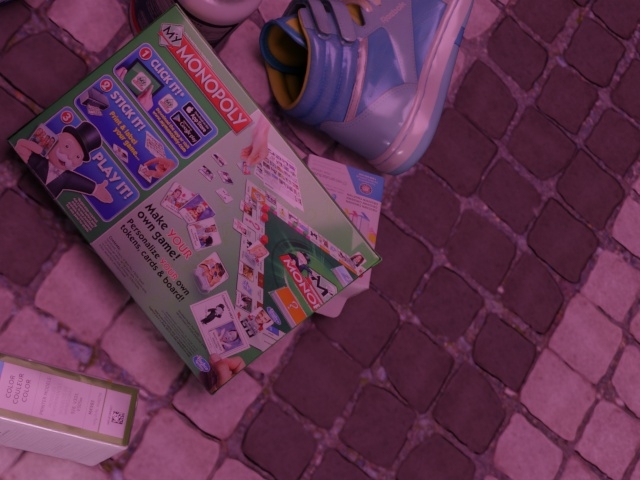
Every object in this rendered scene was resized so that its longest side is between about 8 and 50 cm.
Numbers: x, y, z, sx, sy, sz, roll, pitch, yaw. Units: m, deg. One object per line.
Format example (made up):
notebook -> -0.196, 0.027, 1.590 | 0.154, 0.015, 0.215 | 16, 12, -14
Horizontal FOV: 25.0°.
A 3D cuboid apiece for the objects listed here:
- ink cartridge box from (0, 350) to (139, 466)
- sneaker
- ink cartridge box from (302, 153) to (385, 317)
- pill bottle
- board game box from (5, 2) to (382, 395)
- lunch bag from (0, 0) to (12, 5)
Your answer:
ink cartridge box -> -0.280, 0.145, 1.294 | 0.209, 0.109, 0.062 | 17, 67, -21
sneaker -> 0.047, -0.250, 1.579 | 0.208, 0.127, 0.319 | 23, 64, -21
ink cartridge box -> 0.000, 0.000, 1.494 | 0.092, 0.090, 0.143 | 17, 67, -21
pill bottle -> -0.116, -0.258, 1.464 | 0.108, 0.180, 0.108 | 9, 70, -25
board game box -> -0.121, -0.039, 1.399 | 0.213, 0.046, 0.317 | -38, 90, 0
lunch bag -> -0.376, -0.373, 1.409 | 0.243, 0.115, 0.303 | -29, 88, -26
